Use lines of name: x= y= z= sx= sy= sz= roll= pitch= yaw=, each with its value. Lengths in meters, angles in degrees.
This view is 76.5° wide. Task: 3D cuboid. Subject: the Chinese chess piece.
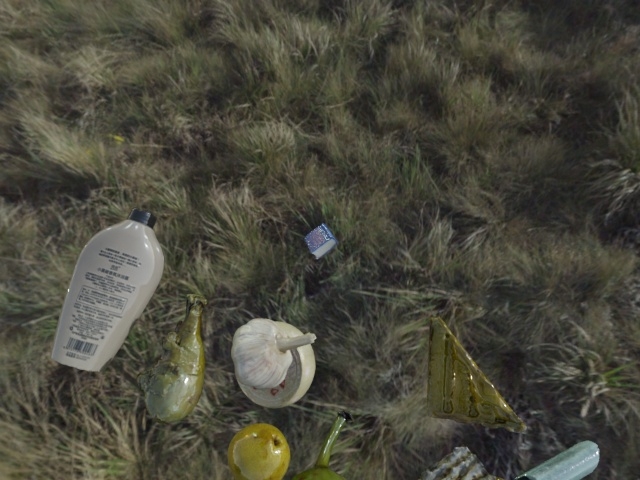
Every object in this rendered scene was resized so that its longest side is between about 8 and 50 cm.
Chinese chess piece: x=-0.148 y=0.400 z=1.318 sx=0.269 sy=0.112 sz=0.270 roll=-2 pitch=85 yaw=22

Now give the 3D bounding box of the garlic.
garlic: x=-0.114 y=0.300 z=1.099 sx=0.225 sy=0.199 sz=0.199 roll=-17 pitch=64 yaw=20

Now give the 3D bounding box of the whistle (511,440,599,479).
whistle: x=0.502 y=0.531 z=0.900 sx=0.312 sy=0.062 sz=0.062 roll=-12 pitch=63 yaw=-20

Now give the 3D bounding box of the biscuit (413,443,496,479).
biscuit: x=0.211 y=0.410 z=0.592 sx=0.106 sy=0.252 sz=0.070 roll=-30 pitch=28 yaw=-12

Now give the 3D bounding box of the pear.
pear: x=-0.198 y=0.708 z=1.335 sx=0.208 sy=0.209 sz=0.209 roll=-4 pitch=67 yaw=10

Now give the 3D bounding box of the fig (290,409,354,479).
fig: x=-0.004 y=0.340 z=0.559 sx=0.151 sy=0.151 sz=0.259 roll=-12 pitch=31 yaw=7

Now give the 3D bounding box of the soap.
soap: x=0.522 y=0.436 z=1.373 sx=0.304 sy=0.169 sz=0.339 roll=1 pitch=82 yaw=19

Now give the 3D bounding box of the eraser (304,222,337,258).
eraser: x=0.000 y=0.000 z=0.968 sx=0.063 sy=0.027 sz=0.085 roll=-38 pitch=28 yaw=5

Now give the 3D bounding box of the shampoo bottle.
shampoo bottle: x=-0.329 y=0.068 z=0.645 sx=0.127 sy=0.078 sz=0.257 roll=21 pitch=76 yaw=-8

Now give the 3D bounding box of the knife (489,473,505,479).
knife: x=0.360 y=0.555 z=0.968 sx=0.046 sy=0.256 sz=0.022 roll=21 pitch=68 yaw=-7

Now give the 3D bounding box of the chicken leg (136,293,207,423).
chicken leg: x=-0.204 y=0.163 z=0.580 sx=0.093 sy=0.070 sz=0.178 roll=12 pitch=75 yaw=-3
